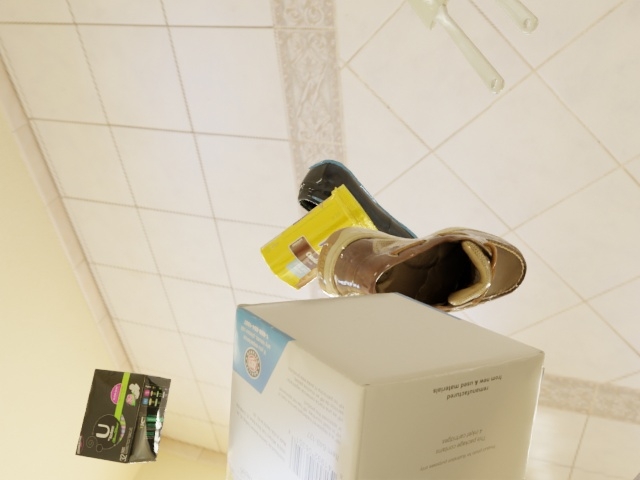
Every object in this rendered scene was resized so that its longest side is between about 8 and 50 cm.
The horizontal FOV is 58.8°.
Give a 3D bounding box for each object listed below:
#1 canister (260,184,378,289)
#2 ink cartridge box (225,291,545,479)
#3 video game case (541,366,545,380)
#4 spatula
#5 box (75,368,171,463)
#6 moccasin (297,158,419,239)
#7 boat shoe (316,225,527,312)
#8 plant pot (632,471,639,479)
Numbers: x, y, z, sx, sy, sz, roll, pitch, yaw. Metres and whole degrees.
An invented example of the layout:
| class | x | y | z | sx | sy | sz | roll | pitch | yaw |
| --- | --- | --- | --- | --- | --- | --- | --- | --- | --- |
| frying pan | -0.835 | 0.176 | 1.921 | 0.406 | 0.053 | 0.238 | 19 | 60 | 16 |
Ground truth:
| class | x | y | z | sx | sy | sz | roll | pitch | yaw |
| --- | --- | --- | --- | --- | --- | --- | --- | --- | --- |
| canister | 0.000 | 0.000 | 0.924 | 0.170 | 0.073 | 0.126 | -36 | 152 | 7 |
| ink cartridge box | 0.036 | 0.177 | 0.438 | 0.171 | 0.168 | 0.232 | 19 | 106 | 55 |
| video game case | 0.320 | 0.342 | 0.956 | 0.023 | 0.193 | 0.212 | 20 | 132 | 25 |
| spatula | 0.164 | -0.272 | 0.575 | 0.019 | 0.242 | 0.168 | 10 | 131 | -28 |
| box | -0.195 | 0.175 | 0.568 | 0.062 | 0.083 | 0.052 | 1 | 162 | 18 |
| moccasin | 0.079 | 0.004 | 1.075 | 0.342 | 0.116 | 0.138 | 42 | 146 | -13 |
| boat shoe | 0.165 | 0.045 | 0.720 | 0.123 | 0.342 | 0.123 | 18 | 99 | 54 |
| plant pot | 0.294 | 0.180 | 0.266 | 0.323 | 0.280 | 0.323 | 31 | 145 | 25 |
